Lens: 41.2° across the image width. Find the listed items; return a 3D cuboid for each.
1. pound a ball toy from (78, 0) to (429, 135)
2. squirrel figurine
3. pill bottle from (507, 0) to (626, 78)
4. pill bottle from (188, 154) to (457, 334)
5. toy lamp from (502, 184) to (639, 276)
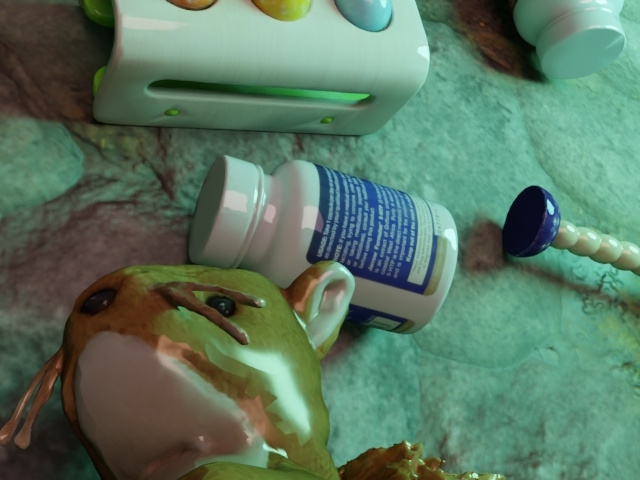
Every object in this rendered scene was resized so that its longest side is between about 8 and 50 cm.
[{"bbox_3d":[-0.081,-0.214,0.716,0.319,0.136,0.208,0,65,-29],"label":"pound a ball toy"},{"bbox_3d":[-0.014,0.199,0.482,0.397,0.281,0.370,35,25,-44],"label":"squirrel figurine"},{"bbox_3d":[0.267,-0.295,0.954,0.121,0.121,0.216,4,63,-26],"label":"pill bottle"},{"bbox_3d":[0.000,0.000,0.658,0.186,0.112,0.112,16,58,-20],"label":"pill bottle"},{"bbox_3d":[0.312,0.021,0.838,0.274,0.080,0.080,18,57,-16],"label":"toy lamp"}]
